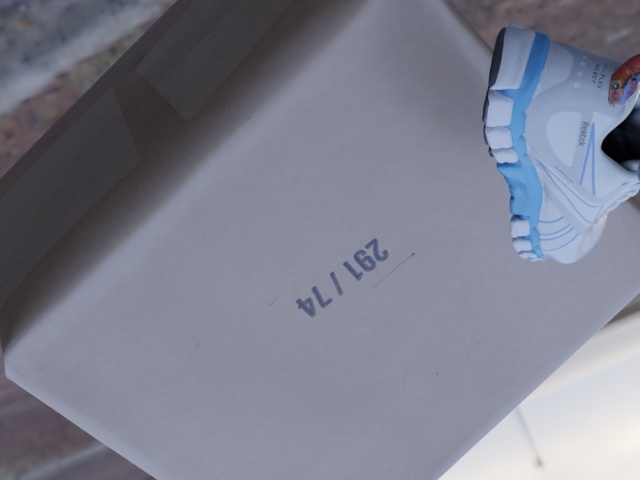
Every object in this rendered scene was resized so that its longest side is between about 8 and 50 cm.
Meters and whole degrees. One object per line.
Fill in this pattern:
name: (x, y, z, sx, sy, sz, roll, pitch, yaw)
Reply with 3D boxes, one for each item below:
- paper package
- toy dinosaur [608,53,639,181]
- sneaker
paper package: (0.000, 0.000, 1.053, 0.325, 0.168, 0.309, -44, 125, 7)
toy dinosaur: (0.152, -0.048, 0.704, 0.047, 0.082, 0.090, -21, -161, 37)
sneaker: (0.134, -0.035, 0.841, 0.083, 0.071, 0.191, 10, 161, 19)
